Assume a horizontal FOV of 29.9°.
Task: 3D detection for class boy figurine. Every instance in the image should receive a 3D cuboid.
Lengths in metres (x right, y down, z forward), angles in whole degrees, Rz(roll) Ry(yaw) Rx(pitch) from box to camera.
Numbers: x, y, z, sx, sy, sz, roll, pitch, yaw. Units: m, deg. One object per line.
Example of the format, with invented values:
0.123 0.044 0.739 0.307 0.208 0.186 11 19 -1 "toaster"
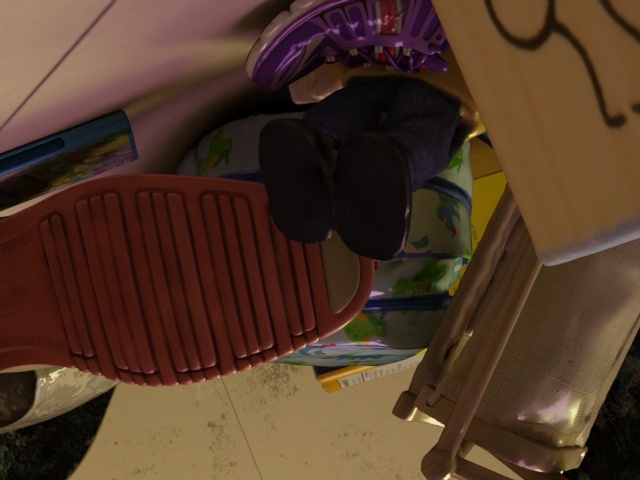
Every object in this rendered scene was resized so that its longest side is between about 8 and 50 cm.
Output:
0.067 -0.097 0.790 0.177 0.092 0.285 10 -148 27 "boy figurine"

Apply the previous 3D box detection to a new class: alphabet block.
0.183 -0.122 0.561 0.193 0.197 0.192 -20 177 -24 "alphabet block"

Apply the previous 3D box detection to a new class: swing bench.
0.171 0.043 0.799 0.255 0.165 0.253 -129 -116 -85 "swing bench"

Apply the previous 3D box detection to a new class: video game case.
-0.207 -0.042 0.825 0.166 0.015 0.119 -22 177 -8 "video game case"

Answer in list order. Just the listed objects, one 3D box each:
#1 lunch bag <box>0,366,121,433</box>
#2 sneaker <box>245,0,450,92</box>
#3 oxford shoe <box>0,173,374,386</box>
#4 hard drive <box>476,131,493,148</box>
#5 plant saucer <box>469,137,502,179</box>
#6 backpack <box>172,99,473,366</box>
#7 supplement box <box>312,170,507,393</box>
-0.325 0.127 1.434 0.287 0.169 0.235 -19 179 42 "lunch bag"
0.038 -0.121 0.692 0.169 0.071 0.068 -22 177 4 "sneaker"
-0.154 0.024 0.842 0.396 0.141 0.146 -5 -174 11 "oxford shoe"
0.246 -0.122 1.152 0.210 0.040 0.319 -2 -170 0 "hard drive"
0.143 -0.066 1.699 0.332 0.081 0.333 -18 168 3 "plant saucer"
0.000 0.000 1.015 0.290 0.274 0.355 8 154 -13 "backpack"
0.143 0.054 1.582 0.356 0.195 0.194 -17 168 -1 "supplement box"
